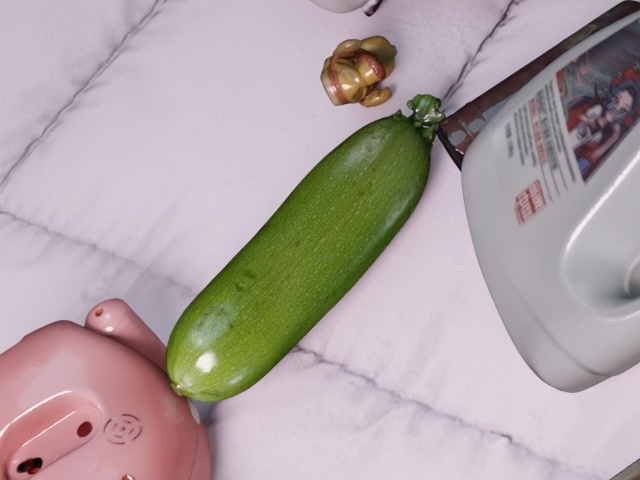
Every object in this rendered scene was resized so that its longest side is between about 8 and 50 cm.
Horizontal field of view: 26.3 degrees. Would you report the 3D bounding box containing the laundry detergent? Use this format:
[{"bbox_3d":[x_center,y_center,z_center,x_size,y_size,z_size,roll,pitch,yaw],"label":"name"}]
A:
[{"bbox_3d":[0.279,-0.087,0.981,0.398,0.125,0.264,-43,37,35],"label":"laundry detergent"}]

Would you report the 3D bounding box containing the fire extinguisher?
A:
[{"bbox_3d":[0.230,-0.149,1.221,0.268,0.089,0.072,-33,71,2],"label":"fire extinguisher"}]

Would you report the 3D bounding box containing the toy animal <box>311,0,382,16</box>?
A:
[{"bbox_3d":[0.057,-0.371,1.443,0.310,0.251,0.251,0,52,24],"label":"toy animal"}]

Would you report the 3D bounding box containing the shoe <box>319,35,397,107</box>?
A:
[{"bbox_3d":[0.041,-0.167,1.376,0.069,0.072,0.109,-23,-2,21],"label":"shoe"}]

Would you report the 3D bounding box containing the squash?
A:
[{"bbox_3d":[0.000,0.000,1.210,0.101,0.101,0.378,15,51,41],"label":"squash"}]

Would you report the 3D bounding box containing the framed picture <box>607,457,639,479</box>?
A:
[{"bbox_3d":[0.181,0.273,0.913,0.281,0.019,0.209,-34,41,1],"label":"framed picture"}]

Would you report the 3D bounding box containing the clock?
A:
[{"bbox_3d":[-0.208,0.194,1.154,0.227,0.142,0.241,-33,45,3],"label":"clock"}]
